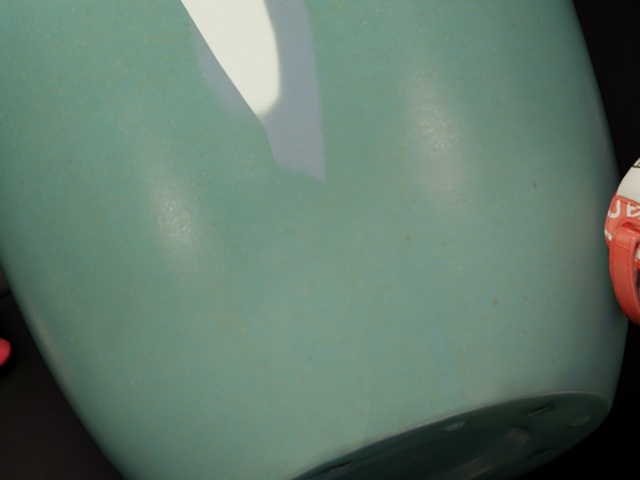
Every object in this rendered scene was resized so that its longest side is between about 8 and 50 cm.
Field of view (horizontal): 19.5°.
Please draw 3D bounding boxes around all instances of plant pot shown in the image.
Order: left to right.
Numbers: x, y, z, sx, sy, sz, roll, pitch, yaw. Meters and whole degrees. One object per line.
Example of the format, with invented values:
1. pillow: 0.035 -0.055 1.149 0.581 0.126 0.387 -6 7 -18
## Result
1. plant pot: 0.000 0.000 0.814 0.293 0.293 0.235 -18 70 -2

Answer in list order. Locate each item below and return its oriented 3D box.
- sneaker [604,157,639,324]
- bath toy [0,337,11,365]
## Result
1. sneaker: 0.175 0.040 0.692 0.145 0.090 0.270 -7 46 31
2. bath toy: -0.170 -0.071 1.013 0.151 0.129 0.348 -33 28 49
